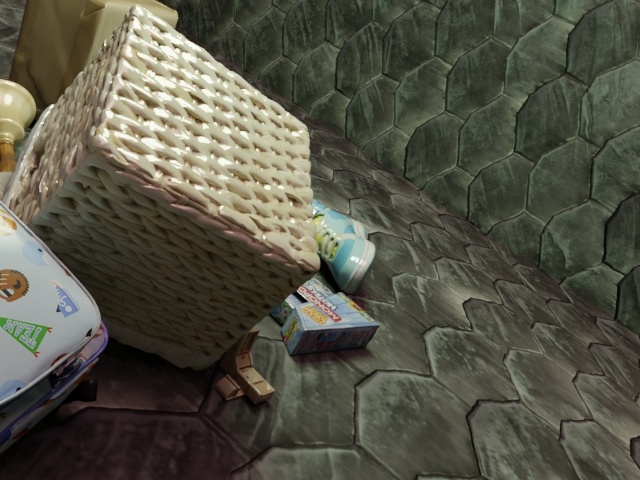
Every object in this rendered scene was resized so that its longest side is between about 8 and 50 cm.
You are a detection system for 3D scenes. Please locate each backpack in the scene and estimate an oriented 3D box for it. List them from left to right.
[{"bbox_3d":[-0.341,0.092,0.480,0.276,0.213,0.263,44,42,-5],"label":"backpack"}]

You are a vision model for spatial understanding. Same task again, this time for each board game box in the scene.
[{"bbox_3d":[-0.021,0.130,1.035,0.194,0.060,0.194,39,22,23],"label":"board game box"}]

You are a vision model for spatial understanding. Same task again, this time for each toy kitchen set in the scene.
[{"bbox_3d":[-0.105,0.175,0.804,0.083,0.075,0.068,38,24,30],"label":"toy kitchen set"}]

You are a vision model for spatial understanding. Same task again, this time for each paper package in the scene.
[{"bbox_3d":[-0.497,-0.405,1.290,0.168,0.309,0.325,26,20,4],"label":"paper package"}]

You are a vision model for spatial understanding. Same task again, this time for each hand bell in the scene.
[{"bbox_3d":[-0.543,-0.157,0.996,0.126,0.126,0.242,8,41,-43],"label":"hand bell"}]

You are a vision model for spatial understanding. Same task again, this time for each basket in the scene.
[{"bbox_3d":[-0.199,-0.060,0.770,0.331,0.266,0.328,32,36,-35],"label":"basket"}]

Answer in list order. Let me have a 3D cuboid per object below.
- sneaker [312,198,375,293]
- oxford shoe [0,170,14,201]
[{"bbox_3d":[0.000,0.000,1.274,0.208,0.127,0.319,27,12,-10],"label":"sneaker"},{"bbox_3d":[-0.338,-0.081,0.977,0.169,0.130,0.449,40,20,27],"label":"oxford shoe"}]
